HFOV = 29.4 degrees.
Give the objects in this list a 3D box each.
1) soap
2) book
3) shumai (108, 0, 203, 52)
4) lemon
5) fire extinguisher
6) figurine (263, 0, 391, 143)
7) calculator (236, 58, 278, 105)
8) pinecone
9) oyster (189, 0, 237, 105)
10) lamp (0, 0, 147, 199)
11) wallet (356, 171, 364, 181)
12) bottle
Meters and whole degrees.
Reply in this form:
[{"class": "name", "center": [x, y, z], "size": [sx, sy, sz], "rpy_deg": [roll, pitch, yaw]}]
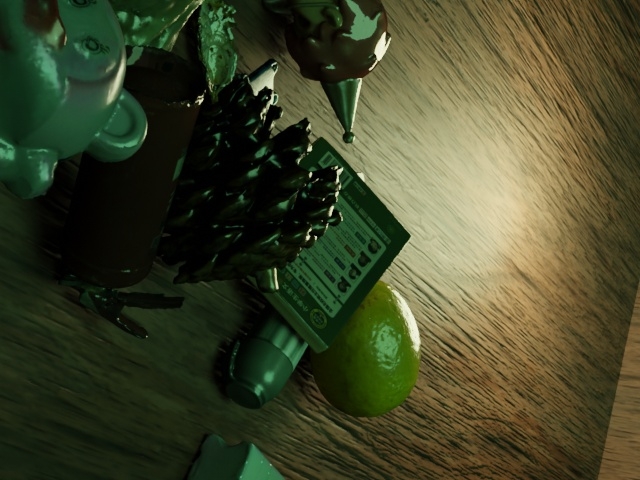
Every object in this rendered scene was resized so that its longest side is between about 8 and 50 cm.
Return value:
[{"class": "soap", "center": [-0.097, 0.378, 1.631], "size": [0.230, 0.091, 0.145], "rpy_deg": [56, 50, -44]}, {"class": "book", "center": [0.000, 0.000, 1.686], "size": [0.202, 0.027, 0.264], "rpy_deg": [48, 48, -10]}, {"class": "shumai", "center": [-0.197, -0.265, 1.252], "size": [0.225, 0.222, 0.261], "rpy_deg": [31, 74, -58]}, {"class": "lemon", "center": [0.063, 0.156, 1.780], "size": [0.170, 0.170, 0.207], "rpy_deg": [-40, 126, -48]}, {"class": "fire extinguisher", "center": [-0.192, -0.032, 1.296], "size": [0.106, 0.147, 0.337], "rpy_deg": [-82, -169, -55]}, {"class": "figurine", "center": [0.005, -0.323, 1.637], "size": [0.207, 0.166, 0.387], "rpy_deg": [-115, -163, -63]}, {"class": "calculator", "center": [-0.094, -0.182, 1.595], "size": [0.141, 0.019, 0.094], "rpy_deg": [-47, 147, -47]}, {"class": "pinecone", "center": [-0.094, -0.066, 1.421], "size": [0.243, 0.243, 0.257], "rpy_deg": [-32, 126, -51]}, {"class": "oyster", "center": [-0.138, -0.239, 1.520], "size": [0.086, 0.029, 0.132], "rpy_deg": [17, 84, -51]}, {"class": "lamp", "center": [-0.324, -0.136, 1.087], "size": [0.301, 0.247, 0.247], "rpy_deg": [-27, 86, -31]}, {"class": "wallet", "center": [0.047, -0.025, 1.857], "size": [0.082, 0.018, 0.157], "rpy_deg": [-18, 110, -56]}, {"class": "bottle", "center": [-0.052, 0.113, 1.672], "size": [0.096, 0.079, 0.254], "rpy_deg": [45, 53, -19]}]
